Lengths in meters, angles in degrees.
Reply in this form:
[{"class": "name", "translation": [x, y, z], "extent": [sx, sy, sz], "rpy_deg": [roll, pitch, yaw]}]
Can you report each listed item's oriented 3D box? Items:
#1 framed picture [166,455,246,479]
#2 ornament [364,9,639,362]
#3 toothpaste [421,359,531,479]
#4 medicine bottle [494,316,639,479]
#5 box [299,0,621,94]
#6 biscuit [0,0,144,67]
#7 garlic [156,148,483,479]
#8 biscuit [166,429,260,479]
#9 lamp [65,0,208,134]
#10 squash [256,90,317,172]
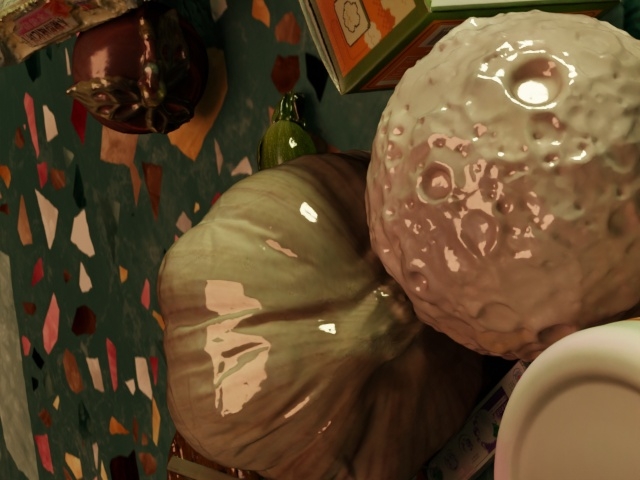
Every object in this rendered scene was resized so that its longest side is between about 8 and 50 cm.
[{"class": "framed picture", "translation": [0.001, 0.279, 1.514], "extent": [0.289, 0.213, 0.016], "rpy_deg": [5, 65, 56]}, {"class": "ornament", "translation": [0.164, -0.033, 1.135], "extent": [0.225, 0.259, 0.259], "rpy_deg": [27, 121, 29]}, {"class": "toothpaste", "translation": [0.152, 0.168, 1.389], "extent": [0.047, 0.040, 0.196], "rpy_deg": [60, 142, 23]}, {"class": "medicine bottle", "translation": [0.275, 0.164, 1.018], "extent": [0.252, 0.241, 0.253], "rpy_deg": [16, 109, 55]}, {"class": "box", "translation": [0.096, -0.225, 1.243], "extent": [0.148, 0.195, 0.177], "rpy_deg": [-41, 64, 53]}, {"class": "biscuit", "translation": [-0.257, -0.287, 1.687], "extent": [0.309, 0.079, 0.186], "rpy_deg": [-17, 49, 41]}, {"class": "garlic", "translation": [0.008, 0.064, 1.354], "extent": [0.259, 0.317, 0.317], "rpy_deg": [-2, 95, 63]}, {"class": "biscuit", "translation": [-0.121, 0.305, 1.836], "extent": [0.212, 0.036, 0.212], "rpy_deg": [14, 108, 55]}, {"class": "lamp", "translation": [-0.201, -0.194, 1.767], "extent": [0.223, 0.151, 0.215], "rpy_deg": [-86, 7, -53]}, {"class": "squash", "translation": [-0.003, 0.000, 1.560], "extent": [0.071, 0.080, 0.318], "rpy_deg": [61, -172, -70]}]
